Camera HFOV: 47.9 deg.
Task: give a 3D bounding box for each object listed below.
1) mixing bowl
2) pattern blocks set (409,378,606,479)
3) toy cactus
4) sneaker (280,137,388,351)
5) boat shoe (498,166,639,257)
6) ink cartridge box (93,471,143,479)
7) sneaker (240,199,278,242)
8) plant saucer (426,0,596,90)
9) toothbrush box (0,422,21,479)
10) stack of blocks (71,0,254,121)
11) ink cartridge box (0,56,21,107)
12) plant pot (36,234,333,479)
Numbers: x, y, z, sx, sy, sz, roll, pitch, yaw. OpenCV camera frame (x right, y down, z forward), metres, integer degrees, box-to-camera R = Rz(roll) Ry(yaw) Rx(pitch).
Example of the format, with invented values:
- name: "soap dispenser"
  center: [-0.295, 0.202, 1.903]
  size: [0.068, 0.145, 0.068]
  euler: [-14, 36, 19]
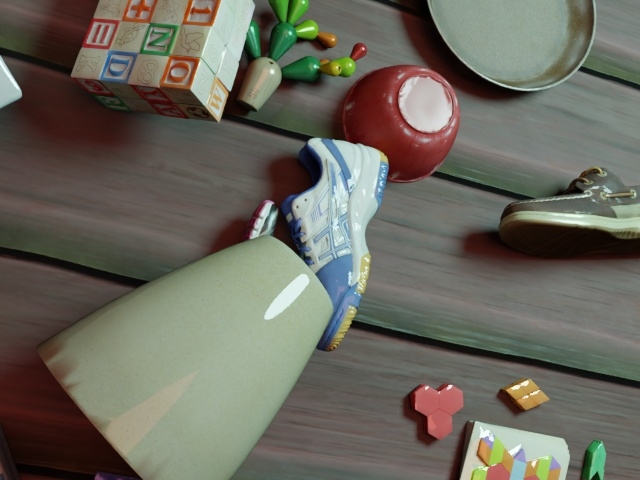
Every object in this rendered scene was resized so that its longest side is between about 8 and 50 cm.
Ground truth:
- name: "mixing bowl"
  center: [0.133, -0.183, 1.046]
  size: [0.182, 0.098, 0.181]
  euler: [3, 81, -18]
- name: "pattern blocks set"
  center: [0.276, 0.344, 1.044]
  size: [0.325, 0.026, 0.285]
  euler: [6, 80, -17]
- name: "toy cactus"
  center: [-0.055, -0.265, 1.005]
  size: [0.219, 0.112, 0.180]
  euler: [29, 83, -20]
- name: "sneaker"
  center: [0.000, 0.000, 0.975]
  size: [0.131, 0.112, 0.296]
  euler: [15, 67, -11]
- name: "boat shoe"
  center: [0.420, -0.050, 1.115]
  size: [0.342, 0.123, 0.123]
  euler: [0, 68, -18]
- name: "ink cartridge box"
  center: [-0.164, 0.465, 0.861]
  size: [0.304, 0.072, 0.307]
  euler: [16, 78, -15]
- name: "sneaker"
  center: [-0.072, 0.033, 0.963]
  size: [0.075, 0.063, 0.170]
  euler: [14, 82, -15]
- name: "plant saucer"
  center: [0.299, -0.382, 1.158]
  size: [0.311, 0.050, 0.310]
  euler: [3, 81, -17]
- name: "toothbrush box"
  center: [-0.457, 0.351, 0.752]
  size: [0.296, 0.126, 0.216]
  euler: [-20, 89, -20]
- name: "stack of blocks"
  center: [-0.180, -0.312, 0.928]
  size: [0.171, 0.087, 0.297]
  euler: [9, 75, 18]
- name: "ink cartridge box"
  center: [-0.561, -0.190, 0.743]
  size: [0.385, 0.160, 0.279]
  euler: [-34, 115, -20]
- name: "plant pot"
  center: [-0.124, 0.128, 0.822]
  size: [0.274, 0.256, 0.256]
  euler: [-40, 95, -18]
